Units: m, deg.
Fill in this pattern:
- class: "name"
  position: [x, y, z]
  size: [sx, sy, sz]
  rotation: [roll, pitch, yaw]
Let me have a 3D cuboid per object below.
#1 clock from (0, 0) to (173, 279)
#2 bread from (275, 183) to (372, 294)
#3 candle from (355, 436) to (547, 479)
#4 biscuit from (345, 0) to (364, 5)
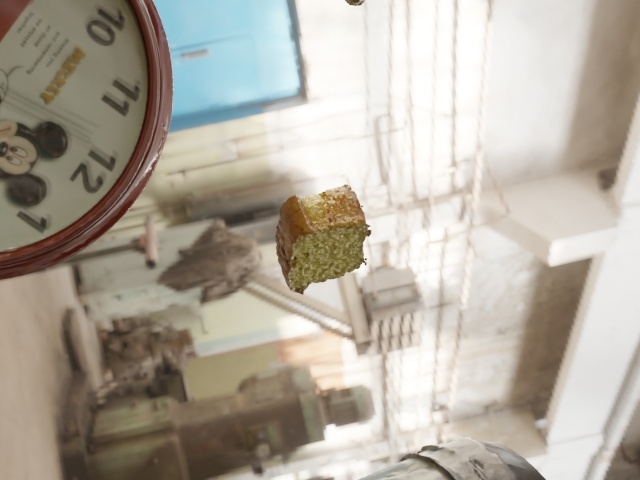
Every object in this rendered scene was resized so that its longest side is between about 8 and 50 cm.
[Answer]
- class: "clock"
  position: [-0.277, -0.125, 0.871]
  size: [0.080, 0.318, 0.318]
  rotation: [-177, -105, -77]
- class: "bread"
  position: [0.000, 0.000, 1.273]
  size: [0.187, 0.103, 0.065]
  rotation: [87, -17, -65]
- class: "candle"
  position: [0.045, 0.310, 0.919]
  size: [0.221, 0.342, 0.221]
  rotation: [48, -32, 44]
- class: "biscuit"
  position: [0.057, -0.308, 1.128]
  size: [0.290, 0.038, 0.141]
  rotation: [-98, -148, -78]
